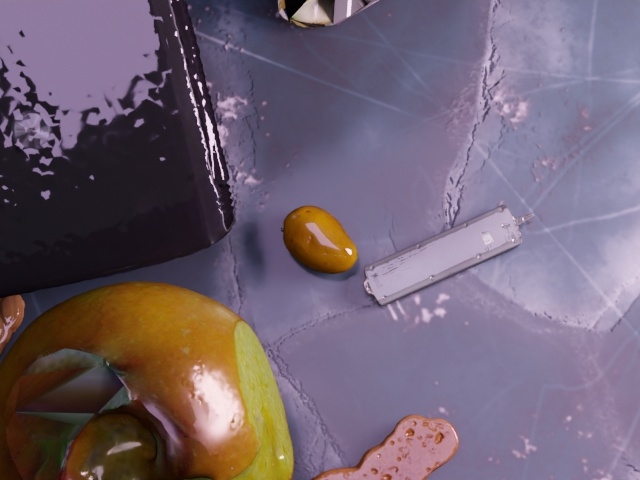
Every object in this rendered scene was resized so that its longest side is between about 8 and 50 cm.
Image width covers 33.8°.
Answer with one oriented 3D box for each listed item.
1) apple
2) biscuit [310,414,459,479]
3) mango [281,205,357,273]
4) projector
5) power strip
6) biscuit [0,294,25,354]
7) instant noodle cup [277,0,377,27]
[{"bbox_3d":[-0.207,0.231,1.265,0.384,0.374,0.374,42,84,12],"label":"apple"},{"bbox_3d":[0.067,0.378,1.359,0.333,0.047,0.202,-35,77,-6],"label":"biscuit"},{"bbox_3d":[0.000,0.000,1.439,0.114,0.060,0.080,31,85,7],"label":"mango"},{"bbox_3d":[-0.342,-0.147,1.366,0.405,0.242,0.395,-14,96,1],"label":"projector"},{"bbox_3d":[0.176,0.016,1.438,0.252,0.027,0.060,-24,76,-1],"label":"power strip"},{"bbox_3d":[-0.524,0.151,1.468,0.250,0.035,0.162,-37,73,-2],"label":"biscuit"},{"bbox_3d":[0.005,-0.437,1.459,0.240,0.240,0.178,-27,71,-1],"label":"instant noodle cup"}]
